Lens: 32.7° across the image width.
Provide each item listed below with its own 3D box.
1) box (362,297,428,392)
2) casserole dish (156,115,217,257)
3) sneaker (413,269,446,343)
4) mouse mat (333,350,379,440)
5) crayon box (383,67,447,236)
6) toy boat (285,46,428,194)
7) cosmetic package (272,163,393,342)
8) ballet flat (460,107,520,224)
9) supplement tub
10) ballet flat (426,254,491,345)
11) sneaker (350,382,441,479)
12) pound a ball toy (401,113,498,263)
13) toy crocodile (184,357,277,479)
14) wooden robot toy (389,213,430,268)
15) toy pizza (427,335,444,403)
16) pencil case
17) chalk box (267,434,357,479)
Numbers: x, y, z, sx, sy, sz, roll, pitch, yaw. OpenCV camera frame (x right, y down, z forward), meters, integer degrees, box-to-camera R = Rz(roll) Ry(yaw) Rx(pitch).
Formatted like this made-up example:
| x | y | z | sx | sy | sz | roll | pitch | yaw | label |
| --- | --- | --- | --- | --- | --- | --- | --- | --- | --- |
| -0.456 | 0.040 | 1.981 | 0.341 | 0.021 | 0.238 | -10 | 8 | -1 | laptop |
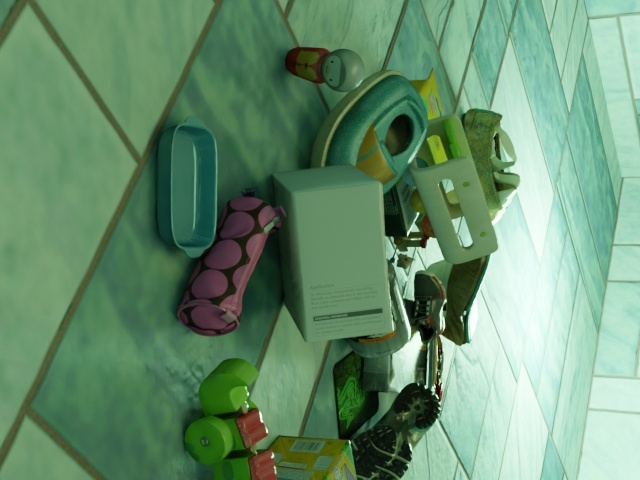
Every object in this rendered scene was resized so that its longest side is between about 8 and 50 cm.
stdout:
| x | y | z | sx | sy | sz | roll | pitch | yaw | label |
| --- | --- | --- | --- | --- | --- | --- | --- | --- | --- |
| 0.151 | 0.204 | 2.128 | 0.231 | 0.056 | 0.183 | 18 | 73 | -65 | box |
| -0.181 | -0.071 | 1.456 | 0.114 | 0.037 | 0.188 | 0 | 91 | -65 | casserole dish |
| 0.208 | 0.133 | 2.115 | 0.065 | 0.061 | 0.157 | -48 | 133 | -49 | sneaker |
| 0.069 | 0.276 | 2.024 | 0.190 | 0.007 | 0.152 | -27 | 115 | -61 | mouse mat |
| 0.163 | -0.176 | 2.126 | 0.318 | 0.081 | 0.202 | -57 | 140 | -48 | crayon box |
| 0.064 | -0.198 | 1.798 | 0.267 | 0.148 | 0.318 | -54 | 134 | -17 | toy boat |
| 0.013 | 0.012 | 1.642 | 0.224 | 0.138 | 0.224 | -133 | -142 | -76 | cosmetic package |
| 0.426 | -0.170 | 2.642 | 0.123 | 0.123 | 0.348 | -64 | 145 | -43 | ballet flat |
| 0.087 | 0.105 | 1.929 | 0.117 | 0.117 | 0.190 | -60 | 141 | -47 | supplement tub |
| 0.274 | 0.106 | 2.256 | 0.342 | 0.124 | 0.116 | 87 | 22 | -59 | ballet flat |
| 0.120 | 0.391 | 2.014 | 0.283 | 0.110 | 0.122 | -38 | 164 | -39 | sneaker |
| 0.236 | -0.103 | 2.076 | 0.319 | 0.136 | 0.208 | 64 | 13 | -47 | pound a ball toy |
| -0.106 | 0.331 | 1.518 | 0.115 | 0.105 | 0.340 | -19 | 100 | -63 | toy crocodile |
| 0.173 | -0.026 | 2.170 | 0.079 | 0.076 | 0.173 | 57 | 39 | -32 | wooden robot toy |
| 0.242 | 0.274 | 2.284 | 0.201 | 0.032 | 0.201 | 2 | 90 | -84 | toy pizza |
| -0.121 | 0.033 | 1.513 | 0.095 | 0.098 | 0.209 | 62 | 38 | -45 | pencil case |
| -0.017 | 0.430 | 1.697 | 0.132 | 0.132 | 0.213 | -44 | 128 | -57 | chalk box |
